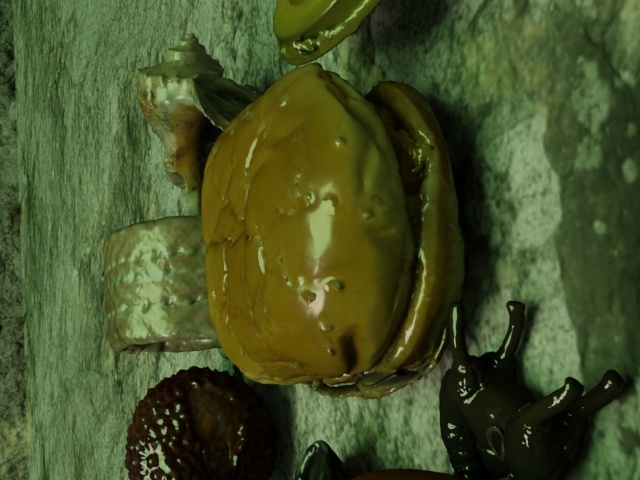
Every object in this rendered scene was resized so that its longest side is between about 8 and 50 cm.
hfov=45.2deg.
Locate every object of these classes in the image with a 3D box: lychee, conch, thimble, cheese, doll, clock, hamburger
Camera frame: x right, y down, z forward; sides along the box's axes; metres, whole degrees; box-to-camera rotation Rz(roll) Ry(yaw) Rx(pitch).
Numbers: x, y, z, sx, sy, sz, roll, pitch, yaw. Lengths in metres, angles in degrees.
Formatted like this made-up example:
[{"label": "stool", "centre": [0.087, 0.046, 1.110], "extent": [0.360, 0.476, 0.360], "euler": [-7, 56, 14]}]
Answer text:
[{"label": "lychee", "centre": [-0.144, 0.240, 0.895], "extent": [0.188, 0.188, 0.188], "euler": [-4, 85, 59]}, {"label": "conch", "centre": [-0.132, -0.118, 0.910], "extent": [0.178, 0.163, 0.245], "euler": [-112, 21, -62]}, {"label": "thimble", "centre": [-0.153, 0.059, 0.890], "extent": [0.229, 0.196, 0.148], "euler": [-12, 75, 34]}, {"label": "cheese", "centre": [-0.118, 0.140, 1.002], "extent": [0.067, 0.026, 0.120], "euler": [26, 112, 57]}, {"label": "doll", "centre": [0.131, 0.129, 0.557], "extent": [0.139, 0.057, 0.165], "euler": [43, 134, 49]}, {"label": "clock", "centre": [0.020, -0.264, 0.673], "extent": [0.237, 0.057, 0.237], "euler": [-42, 32, 34]}, {"label": "hamburger", "centre": [0.000, 0.000, 0.683], "extent": [0.319, 0.158, 0.318], "euler": [5, 95, 62]}]

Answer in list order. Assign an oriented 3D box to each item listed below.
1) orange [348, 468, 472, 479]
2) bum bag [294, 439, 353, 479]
[{"label": "orange", "centre": [0.067, 0.253, 0.524], "extent": [0.206, 0.206, 0.205], "euler": [-4, 85, 59]}, {"label": "bum bag", "centre": [0.033, 0.344, 0.666], "extent": [0.144, 0.095, 0.340], "euler": [93, 168, -70]}]
